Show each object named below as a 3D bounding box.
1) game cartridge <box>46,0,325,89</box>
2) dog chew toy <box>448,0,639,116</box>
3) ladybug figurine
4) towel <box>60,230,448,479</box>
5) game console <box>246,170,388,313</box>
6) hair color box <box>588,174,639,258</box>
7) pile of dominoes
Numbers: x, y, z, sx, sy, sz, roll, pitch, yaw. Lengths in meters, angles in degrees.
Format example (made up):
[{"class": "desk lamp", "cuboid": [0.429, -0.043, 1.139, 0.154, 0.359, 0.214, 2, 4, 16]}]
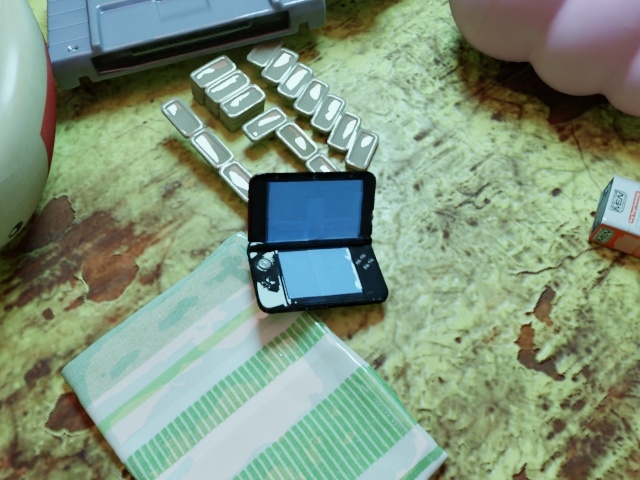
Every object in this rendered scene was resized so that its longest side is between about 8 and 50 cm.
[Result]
[{"class": "game cartridge", "cuboid": [-0.194, -0.335, 0.824, 0.355, 0.068, 0.230, -17, 57, -7]}, {"class": "dog chew toy", "cuboid": [0.320, -0.274, 0.726, 0.332, 0.206, 0.206, 41, 70, 12]}, {"class": "ladybug figurine", "cuboid": [-0.432, -0.155, 0.682, 0.305, 0.162, 0.449, -23, 65, 7]}, {"class": "towel", "cuboid": [-0.070, 0.168, 0.592, 0.248, 0.038, 0.325, -39, 68, -16]}, {"class": "game console", "cuboid": [0.000, 0.000, 0.628, 0.144, 0.085, 0.124, -3, 51, -17]}, {"class": "hair color box", "cuboid": [0.383, -0.013, 0.668, 0.141, 0.043, 0.072, 23, 66, 12]}, {"class": "pile of dominoes", "cuboid": [-0.059, -0.137, 0.761, 0.196, 0.040, 0.251, -38, 75, -21]}]
